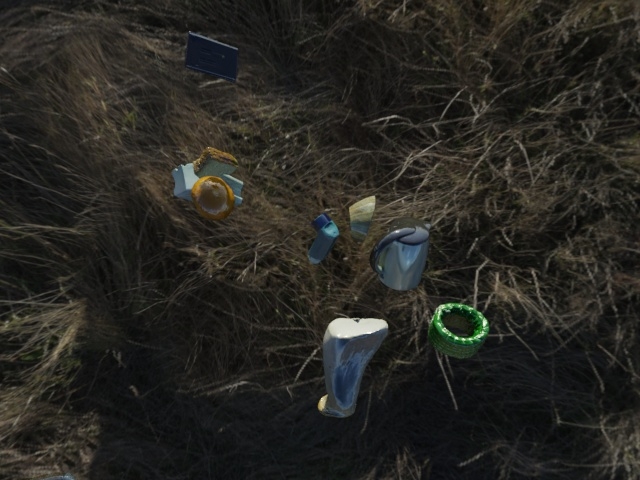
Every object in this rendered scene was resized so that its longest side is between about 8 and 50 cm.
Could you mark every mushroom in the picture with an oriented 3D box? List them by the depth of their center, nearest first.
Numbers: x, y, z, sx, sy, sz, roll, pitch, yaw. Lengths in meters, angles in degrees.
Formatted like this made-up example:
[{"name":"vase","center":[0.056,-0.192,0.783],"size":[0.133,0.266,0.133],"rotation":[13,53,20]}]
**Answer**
[{"name":"mushroom","center":[0.076,0.353,1.237],"size":[0.159,0.122,0.329],"rotation":[14,114,14]}]

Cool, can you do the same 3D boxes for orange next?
[{"name":"orange","center":[-0.191,-0.075,0.814],"size":[0.070,0.083,0.083],"rotation":[-30,94,-7]}]

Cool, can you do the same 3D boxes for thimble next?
[{"name":"thimble","center":[0.320,0.212,1.067],"size":[0.130,0.090,0.118],"rotation":[28,54,19]}]

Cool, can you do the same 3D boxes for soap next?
[{"name":"soap","center":[-0.411,-0.192,1.642],"size":[0.172,0.289,0.095],"rotation":[-3,83,16]}]

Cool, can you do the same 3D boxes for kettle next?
[{"name":"kettle","center":[0.266,0.047,1.561],"size":[0.221,0.237,0.161],"rotation":[-16,49,-19]}]

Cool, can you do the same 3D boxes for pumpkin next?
[{"name":"pumpkin","center":[0.171,-0.099,2.000],"size":[0.110,0.217,0.218],"rotation":[8,88,-4]}]

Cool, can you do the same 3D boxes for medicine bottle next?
[{"name":"medicine bottle","center":[0.000,0.000,1.986],"size":[0.124,0.258,0.079],"rotation":[40,51,12]}]

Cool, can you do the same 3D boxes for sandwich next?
[{"name":"sandwich","center":[-0.263,-0.186,1.139],"size":[0.104,0.093,0.036],"rotation":[7,56,-48]}]

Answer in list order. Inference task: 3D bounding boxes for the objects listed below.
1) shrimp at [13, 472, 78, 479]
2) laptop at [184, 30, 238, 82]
[{"name":"shrimp","center":[-0.458,0.447,0.705],"size":[0.195,0.035,0.148],"rotation":[-9,80,3]},{"name":"laptop","center":[-0.396,-0.673,1.670],"size":[0.197,0.016,0.135],"rotation":[6,90,-34]}]
